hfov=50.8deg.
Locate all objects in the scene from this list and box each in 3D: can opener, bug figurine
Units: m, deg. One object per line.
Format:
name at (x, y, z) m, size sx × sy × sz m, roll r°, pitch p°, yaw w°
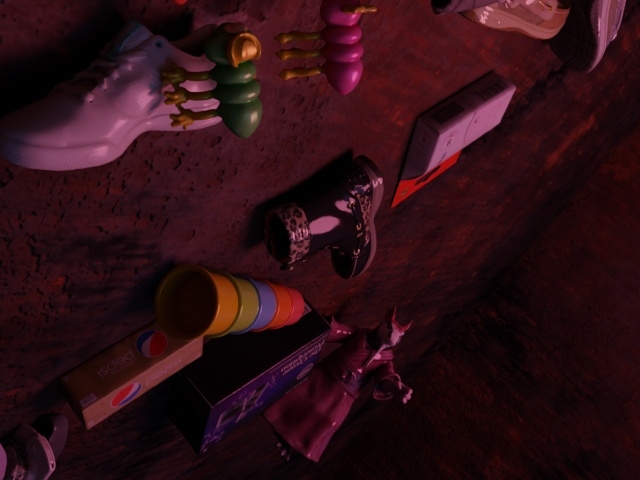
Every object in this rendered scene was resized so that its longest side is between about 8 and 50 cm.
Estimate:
can opener at (-0.418, 0.348, 0.882) m, size 0.280 × 0.074 × 0.093 m, roll -50°, pitch 159°, yaw 13°
bug figurine at (-0.032, -0.203, 0.529) m, size 0.279 × 0.072 × 0.216 m, roll -31°, pitch 128°, yaw -36°

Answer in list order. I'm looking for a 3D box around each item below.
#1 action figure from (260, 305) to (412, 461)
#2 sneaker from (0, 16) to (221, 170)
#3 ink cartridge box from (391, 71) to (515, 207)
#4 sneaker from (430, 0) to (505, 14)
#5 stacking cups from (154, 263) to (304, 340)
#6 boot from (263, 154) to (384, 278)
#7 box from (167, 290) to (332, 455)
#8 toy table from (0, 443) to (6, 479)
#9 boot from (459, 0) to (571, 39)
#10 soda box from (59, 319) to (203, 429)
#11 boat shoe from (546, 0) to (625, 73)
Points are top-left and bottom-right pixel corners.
action figure at (0.054, 0.291, 1.391) m, size 0.370 × 0.248 × 0.276 m, roll -40°, pitch 159°, yaw -4°
sneaker at (-0.158, -0.124, 0.527) m, size 0.212 × 0.080 × 0.094 m, roll -33°, pitch 144°, yaw -45°
ink cartridge box at (0.223, -0.156, 1.158) m, size 0.189 × 0.066 × 0.232 m, roll -34°, pitch 152°, yaw -26°
sneaker at (0.119, -0.302, 0.641) m, size 0.115 × 0.105 × 0.281 m, roll -23°, pitch 151°, yaw 19°
stacking cups at (-0.109, 0.099, 0.964) m, size 0.096 × 0.096 × 0.316 m, roll -48°, pitch 159°, yaw 8°
boot at (-0.001, -0.002, 0.994) m, size 0.178 × 0.085 × 0.237 m, roll -30°, pitch 147°, yaw -29°
box at (-0.122, 0.226, 1.161) m, size 0.261 × 0.103 × 0.184 m, roll -29°, pitch 156°, yaw -35°
toy table at (-0.387, 0.190, 0.543) m, size 0.274 × 0.161 × 0.252 m, roll -47°, pitch 159°, yaw 8°
boot at (0.282, -0.365, 0.838) m, size 0.261 × 0.095 × 0.204 m, roll -11°, pitch 140°, yaw -44°
soda box at (-0.244, 0.165, 0.889) m, size 0.181 × 0.058 × 0.061 m, roll -31°, pitch 154°, yaw -30°
boat shoe at (0.421, -0.379, 1.034) m, size 0.103 × 0.118 × 0.320 m, roll -38°, pitch 151°, yaw -5°
